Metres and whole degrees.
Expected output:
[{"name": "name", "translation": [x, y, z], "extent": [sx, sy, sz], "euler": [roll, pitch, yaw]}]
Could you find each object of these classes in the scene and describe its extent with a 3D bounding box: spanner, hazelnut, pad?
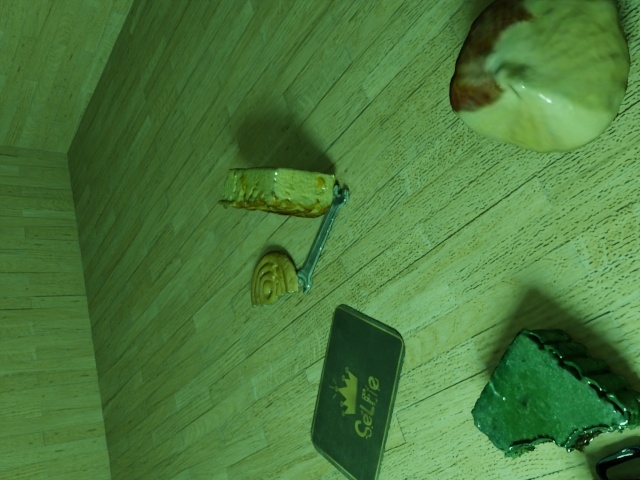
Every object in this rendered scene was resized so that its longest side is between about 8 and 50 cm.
[{"name": "spanner", "translation": [0.000, 0.000, 1.378], "extent": [0.071, 0.017, 0.302], "euler": [49, 125, 46]}, {"name": "hazelnut", "translation": [0.316, -0.244, 0.831], "extent": [0.261, 0.241, 0.261], "euler": [5, 100, 26]}, {"name": "pad", "translation": [0.073, 0.356, 1.232], "extent": [0.315, 0.063, 0.375], "euler": [20, 104, 49]}]

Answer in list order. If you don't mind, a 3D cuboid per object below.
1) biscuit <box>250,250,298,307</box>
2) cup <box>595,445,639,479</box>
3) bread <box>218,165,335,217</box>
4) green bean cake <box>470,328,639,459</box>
[{"name": "biscuit", "translation": [-0.132, 0.099, 1.514], "extent": [0.224, 0.033, 0.144], "euler": [-22, 69, 51]}, {"name": "cup", "translation": [0.419, 0.365, 0.765], "extent": [0.138, 0.113, 0.150], "euler": [-32, 65, 43]}, {"name": "bread", "translation": [-0.107, -0.116, 1.376], "extent": [0.275, 0.185, 0.114], "euler": [4, 91, 54]}, {"name": "green bean cake", "translation": [0.354, 0.258, 0.858], "extent": [0.193, 0.107, 0.208], "euler": [44, 122, 39]}]
